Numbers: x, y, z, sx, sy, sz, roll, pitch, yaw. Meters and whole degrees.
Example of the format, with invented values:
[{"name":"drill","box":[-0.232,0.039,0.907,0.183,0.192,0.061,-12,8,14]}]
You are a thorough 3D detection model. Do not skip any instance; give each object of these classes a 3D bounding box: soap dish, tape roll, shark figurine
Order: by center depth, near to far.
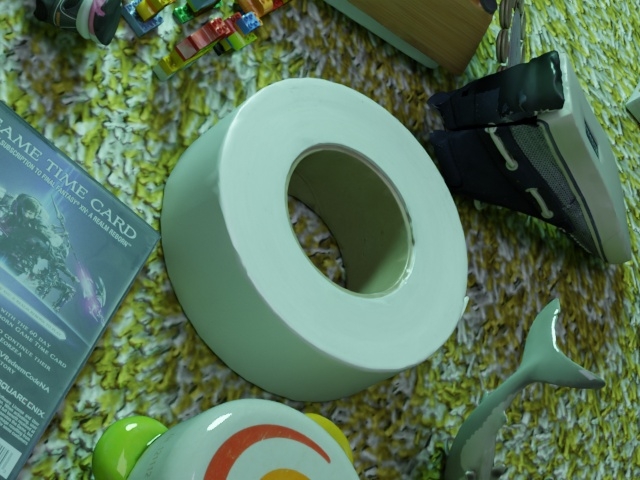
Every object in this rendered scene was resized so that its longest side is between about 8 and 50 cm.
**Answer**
[{"name":"tape roll","box":[0.000,0.000,1.190,0.286,0.100,0.286,20,55,-33]},{"name":"shark figurine","box":[0.148,0.194,1.198,0.166,0.278,0.116,-2,25,-12]},{"name":"soap dish","box":[0.073,-0.345,1.425,0.291,0.118,0.229,30,51,-28]}]

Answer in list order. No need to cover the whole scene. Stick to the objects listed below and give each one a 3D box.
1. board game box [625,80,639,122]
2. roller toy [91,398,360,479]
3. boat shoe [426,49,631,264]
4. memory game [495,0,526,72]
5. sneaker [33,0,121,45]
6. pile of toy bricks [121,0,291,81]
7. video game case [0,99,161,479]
[{"name":"board game box","box":[0.584,-0.161,1.809,0.318,0.066,0.319,48,45,-11]},{"name":"roller toy","box":[-0.061,0.222,0.985,0.209,0.146,0.191,11,61,-38]},{"name":"boat shoe","box":[0.232,-0.072,1.432,0.340,0.158,0.127,53,31,-48]},{"name":"memory game","box":[0.214,-0.210,1.471,0.186,0.012,0.186,4,90,-75]},{"name":"sneaker","box":[-0.205,-0.246,1.166,0.077,0.072,0.178,11,38,1]},{"name":"pile of toy bricks","box":[-0.088,-0.246,1.239,0.118,0.105,0.212,54,44,-5]},{"name":"video game case","box":[-0.255,0.031,1.005,0.196,0.026,0.274,41,46,-17]}]
